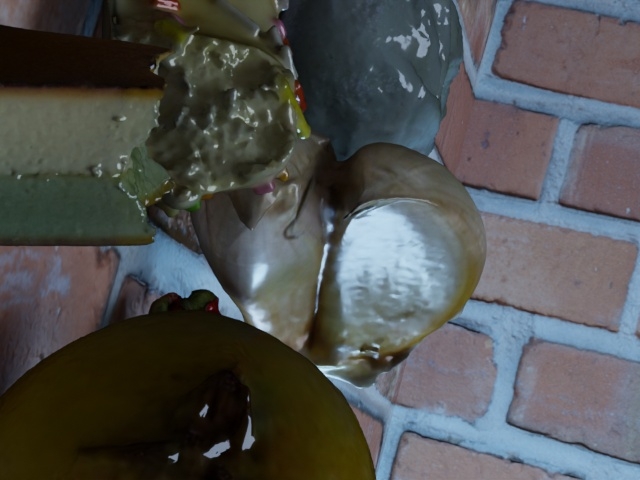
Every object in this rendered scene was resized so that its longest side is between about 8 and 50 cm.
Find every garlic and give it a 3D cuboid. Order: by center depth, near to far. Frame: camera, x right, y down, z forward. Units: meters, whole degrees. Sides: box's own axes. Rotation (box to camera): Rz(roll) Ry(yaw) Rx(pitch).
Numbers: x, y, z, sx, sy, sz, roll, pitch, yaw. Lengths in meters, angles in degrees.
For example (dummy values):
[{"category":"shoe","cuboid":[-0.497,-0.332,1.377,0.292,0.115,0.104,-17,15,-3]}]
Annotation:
[{"category":"garlic","cuboid":[0.000,0.000,1.447,0.249,0.286,0.313,-52,151,-36]}]

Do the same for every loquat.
[{"category":"loquat","cuboid":[-0.113,0.229,1.162,0.359,0.328,0.328,115,0,-50]}]

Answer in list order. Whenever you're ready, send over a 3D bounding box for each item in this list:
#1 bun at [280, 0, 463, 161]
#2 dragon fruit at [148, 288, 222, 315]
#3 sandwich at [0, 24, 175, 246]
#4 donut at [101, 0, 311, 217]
[{"category":"bun","cuboid":[0.053,-0.189,1.638,0.354,0.194,0.354,16,90,-87]},{"category":"dragon fruit","cuboid":[-0.121,0.132,1.386,0.166,0.160,0.172,55,44,-44]},{"category":"sandwich","cuboid":[-0.184,-0.058,0.890,0.220,0.186,0.108,-42,140,-66]},{"category":"donut","cuboid":[-0.073,-0.220,1.077,0.307,0.150,0.371,-111,-153,-57]}]
